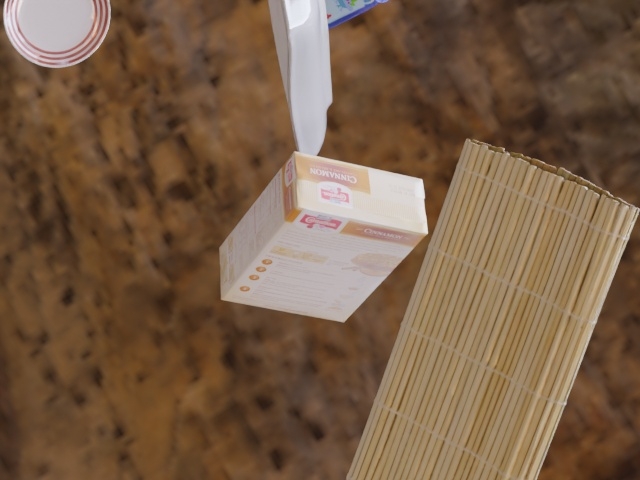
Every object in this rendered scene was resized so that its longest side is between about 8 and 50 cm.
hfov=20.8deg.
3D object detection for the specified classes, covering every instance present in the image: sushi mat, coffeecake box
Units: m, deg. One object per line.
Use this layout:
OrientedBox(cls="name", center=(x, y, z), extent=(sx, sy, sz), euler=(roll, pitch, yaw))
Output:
OrientedBox(cls="sushi mat", center=(0.123, 0.091, 1.325), extent=(0.151, 0.316, 0.019), euler=(24, 9, 32))
OrientedBox(cls="coffeecake box", center=(0.000, 0.000, 1.732), extent=(0.185, 0.142, 0.068), euler=(-49, -143, 49))

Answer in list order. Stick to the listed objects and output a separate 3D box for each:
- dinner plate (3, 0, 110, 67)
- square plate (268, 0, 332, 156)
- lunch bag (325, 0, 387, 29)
OrientedBox(cls="dinner plate", center=(-0.343, -0.295, 2.259), extent=(0.141, 0.141, 0.017), euler=(64, -10, -26))
OrientedBox(cls="square plate", center=(-0.034, -0.285, 1.728), extent=(0.347, 0.049, 0.344), euler=(84, -5, -71))
OrientedBox(cls="lunch bag", center=(0.031, -0.331, 1.990), extent=(0.129, 0.151, 0.096), euler=(59, 12, -32))
